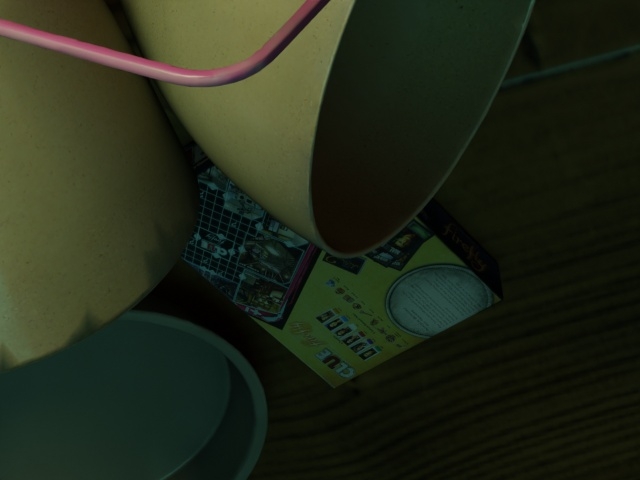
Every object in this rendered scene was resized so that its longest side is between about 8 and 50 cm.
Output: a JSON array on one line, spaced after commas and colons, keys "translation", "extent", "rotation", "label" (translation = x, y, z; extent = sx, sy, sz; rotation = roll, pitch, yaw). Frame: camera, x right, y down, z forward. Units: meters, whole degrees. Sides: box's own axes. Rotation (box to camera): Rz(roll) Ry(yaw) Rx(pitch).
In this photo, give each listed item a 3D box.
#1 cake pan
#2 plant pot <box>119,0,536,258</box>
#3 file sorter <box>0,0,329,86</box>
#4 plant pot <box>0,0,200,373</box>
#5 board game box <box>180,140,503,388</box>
[{"translation": [-0.189, 0.147, 1.419], "extent": [0.293, 0.054, 0.293], "rotation": [-9, 133, -10], "label": "cake pan"}, {"translation": [-0.007, -0.157, 1.053], "extent": [0.191, 0.284, 0.284], "rotation": [27, 138, 21], "label": "plant pot"}, {"translation": [-0.085, -0.239, 0.769], "extent": [0.202, 0.182, 0.291], "rotation": [16, 137, 26], "label": "file sorter"}, {"translation": [-0.222, -0.107, 0.989], "extent": [0.256, 0.256, 0.274], "rotation": [-8, 126, 7], "label": "plant pot"}, {"translation": [0.000, 0.000, 1.326], "extent": [0.165, 0.042, 0.243], "rotation": [-29, 128, 24], "label": "board game box"}]
